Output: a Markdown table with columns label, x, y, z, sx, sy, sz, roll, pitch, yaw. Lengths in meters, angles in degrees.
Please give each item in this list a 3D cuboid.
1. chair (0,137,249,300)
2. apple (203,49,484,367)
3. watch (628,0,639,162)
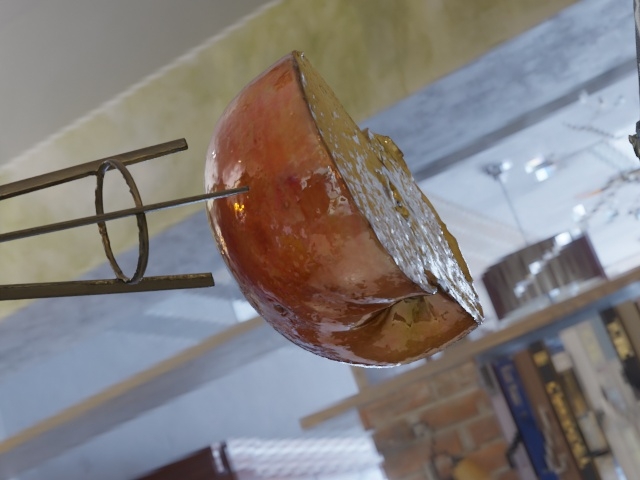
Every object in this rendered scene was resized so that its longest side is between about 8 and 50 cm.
| label | x | y | z | sx | sy | sz | roll | pitch | yaw |
| --- | --- | --- | --- | --- | --- | --- | --- | --- | --- |
| chair | -0.161 | -0.007 | 0.795 | 0.222 | 0.104 | 0.095 | -12 | -5 | -24 |
| apple | 0.000 | 0.000 | 1.077 | 0.163 | 0.251 | 0.293 | -33 | -37 | 16 |
| watch | 0.229 | -0.154 | 0.642 | 0.276 | 0.274 | 0.068 | 23 | 0 | -16 |
